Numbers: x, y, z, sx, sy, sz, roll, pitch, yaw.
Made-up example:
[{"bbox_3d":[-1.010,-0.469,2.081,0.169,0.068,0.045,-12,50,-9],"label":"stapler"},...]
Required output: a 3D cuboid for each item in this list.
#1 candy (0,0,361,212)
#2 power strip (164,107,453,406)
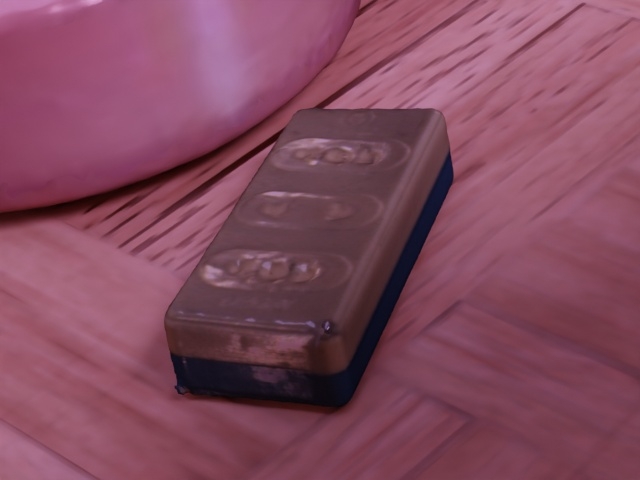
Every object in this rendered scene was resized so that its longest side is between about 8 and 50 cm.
[{"bbox_3d":[-0.104,-0.111,0.728,0.255,0.094,0.255,-9,35,6],"label":"candy"},{"bbox_3d":[0.000,0.000,0.593,0.056,0.032,0.123,4,37,21],"label":"power strip"}]
